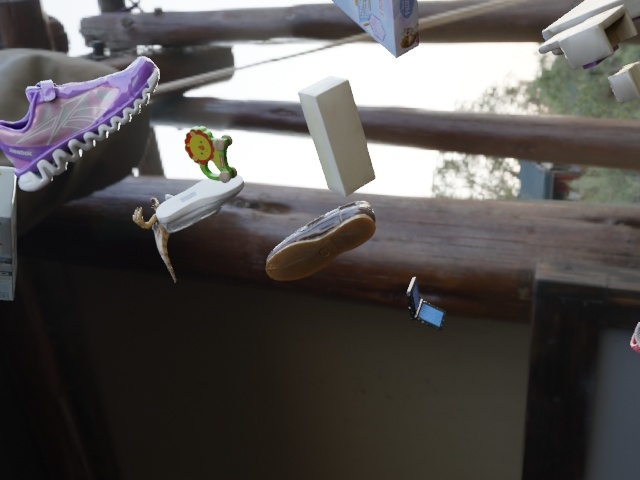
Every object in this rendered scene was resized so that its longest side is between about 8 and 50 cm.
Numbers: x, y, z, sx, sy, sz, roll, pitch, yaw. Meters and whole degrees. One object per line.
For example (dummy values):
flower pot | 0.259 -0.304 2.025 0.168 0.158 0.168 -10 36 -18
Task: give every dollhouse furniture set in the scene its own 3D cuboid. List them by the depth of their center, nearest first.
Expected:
dollhouse furniture set | 0.501 -0.235 1.110 0.286 0.198 0.303 -37 -77 -24

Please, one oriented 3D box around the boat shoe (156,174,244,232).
boat shoe | -0.231 -0.070 1.393 0.184 0.066 0.063 -30 -44 -12

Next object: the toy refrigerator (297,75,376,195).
toy refrigerator | 0.041 -0.255 1.716 0.102 0.094 0.269 -32 -58 -21

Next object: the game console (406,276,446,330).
game console | 0.261 0.153 1.723 0.122 0.071 0.107 -47 -53 -68

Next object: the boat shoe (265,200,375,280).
boat shoe | 0.000 0.000 1.199 0.073 0.207 0.073 58 -167 -33

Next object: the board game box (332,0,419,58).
board game box | 0.078 -0.581 1.417 0.066 0.318 0.319 -31 -33 -11

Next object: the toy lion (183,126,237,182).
toy lion | -0.205 -0.158 1.282 0.034 0.096 0.100 -46 -43 -53

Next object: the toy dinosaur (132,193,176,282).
toy dinosaur | -0.338 -0.028 1.487 0.064 0.112 0.211 -43 38 47

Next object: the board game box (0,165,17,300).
board game box | -0.621 -0.011 1.155 0.303 0.224 0.097 127 143 -54

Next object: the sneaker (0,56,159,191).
sneaker | -0.318 -0.170 0.903 0.104 0.236 0.095 53 175 -25

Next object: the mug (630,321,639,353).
mug | 0.620 0.123 1.247 0.113 0.150 0.169 56 -130 -19
